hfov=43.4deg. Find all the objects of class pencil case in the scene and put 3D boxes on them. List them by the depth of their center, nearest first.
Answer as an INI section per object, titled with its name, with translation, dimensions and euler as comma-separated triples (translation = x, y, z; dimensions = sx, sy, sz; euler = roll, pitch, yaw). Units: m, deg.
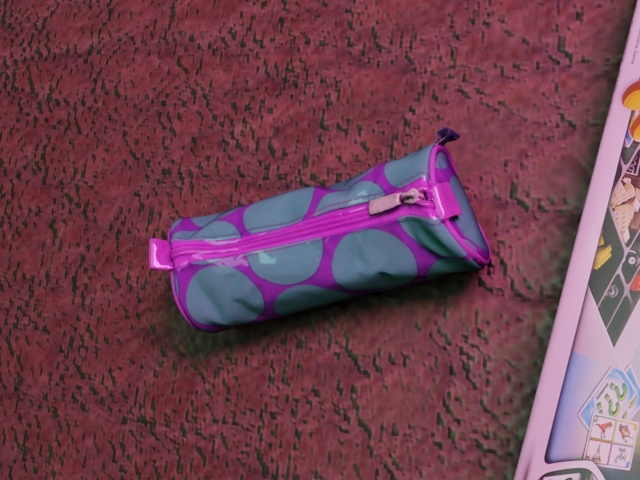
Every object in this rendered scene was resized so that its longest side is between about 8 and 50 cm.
[pencil case]
translation = 0.000, 0.000, 0.386
dimensions = 0.152, 0.070, 0.064
euler = -16, 69, 21

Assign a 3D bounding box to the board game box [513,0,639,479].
[board game box]
translation = 0.195, 0.019, 0.299
dimensions = 0.193, 0.053, 0.305
euler = 12, 81, 27
